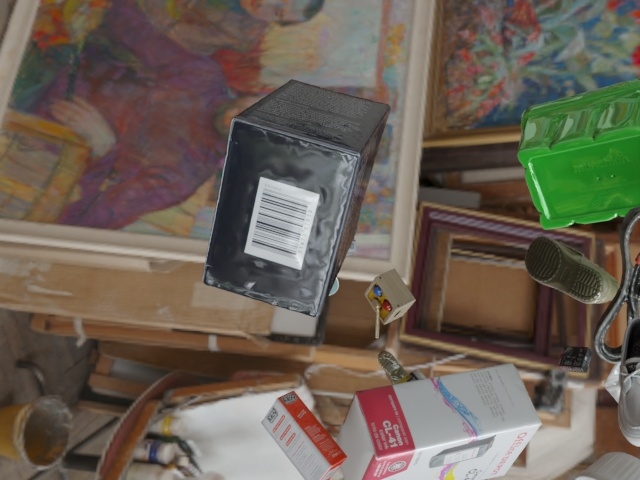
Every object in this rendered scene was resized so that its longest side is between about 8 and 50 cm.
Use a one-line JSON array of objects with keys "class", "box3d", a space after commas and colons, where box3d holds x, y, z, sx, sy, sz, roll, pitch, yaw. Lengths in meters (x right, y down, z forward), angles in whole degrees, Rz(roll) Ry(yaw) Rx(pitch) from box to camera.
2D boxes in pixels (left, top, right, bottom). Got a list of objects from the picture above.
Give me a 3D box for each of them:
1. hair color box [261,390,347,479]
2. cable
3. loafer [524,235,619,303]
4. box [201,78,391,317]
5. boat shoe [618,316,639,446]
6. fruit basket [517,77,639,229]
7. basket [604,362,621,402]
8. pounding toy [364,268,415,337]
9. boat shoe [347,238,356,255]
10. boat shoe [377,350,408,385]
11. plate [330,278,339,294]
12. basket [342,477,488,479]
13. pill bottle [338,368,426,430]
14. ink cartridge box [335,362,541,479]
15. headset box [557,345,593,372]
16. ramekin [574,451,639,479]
[{"class": "hair color box", "box3d": [-0.028, 0.321, 1.220, 0.043, 0.141, 0.072, -14, 144, -48]}, {"class": "cable", "box3d": [0.479, 0.065, 1.133, 0.072, 0.140, 0.287, -72, -172, -66]}, {"class": "loafer", "box3d": [0.550, 0.073, 1.663, 0.092, 0.268, 0.101, 20, 105, -27]}, {"class": "box", "box3d": [-0.030, -0.097, 1.357, 0.395, 0.212, 0.293, -59, 165, -67]}, {"class": "boat shoe", "box3d": [0.404, 0.171, 0.951, 0.063, 0.066, 0.184, 53, 46, -22]}, {"class": "fruit basket", "box3d": [0.598, -0.173, 1.457, 0.282, 0.392, 0.392, 67, 31, -16]}, {"class": "basket", "box3d": [0.881, 0.322, 1.703, 0.328, 0.267, 0.331, 54, -22, 31]}, {"class": "pounding toy", "box3d": [0.185, 0.180, 2.153, 0.100, 0.141, 0.130, -22, 69, -27]}, {"class": "boat shoe", "box3d": [-0.004, 0.000, 1.972, 0.113, 0.306, 0.104, 1, 81, -21]}, {"class": "boat shoe", "box3d": [0.244, 0.428, 2.422, 0.178, 0.064, 0.060, 57, 1, -3]}, {"class": "plate", "box3d": [-0.041, 0.080, 1.893, 0.188, 0.188, 0.024, 60, 42, -44]}, {"class": "basket", "box3d": [0.238, 0.518, 1.747, 0.223, 0.213, 0.299, 51, 58, -17]}, {"class": "pill bottle", "box3d": [0.151, 0.374, 1.584, 0.119, 0.209, 0.119, 56, -5, 7]}, {"class": "ink cartridge box", "box3d": [0.199, 0.345, 1.337, 0.226, 0.306, 0.131, 101, -22, -49]}, {"class": "headset box", "box3d": [0.674, 0.316, 2.014, 0.032, 0.083, 0.062, 41, 62, -27]}, {"class": "ramekin", "box3d": [0.819, 0.679, 1.995, 0.127, 0.273, 0.272, -42, 132, -19]}]
